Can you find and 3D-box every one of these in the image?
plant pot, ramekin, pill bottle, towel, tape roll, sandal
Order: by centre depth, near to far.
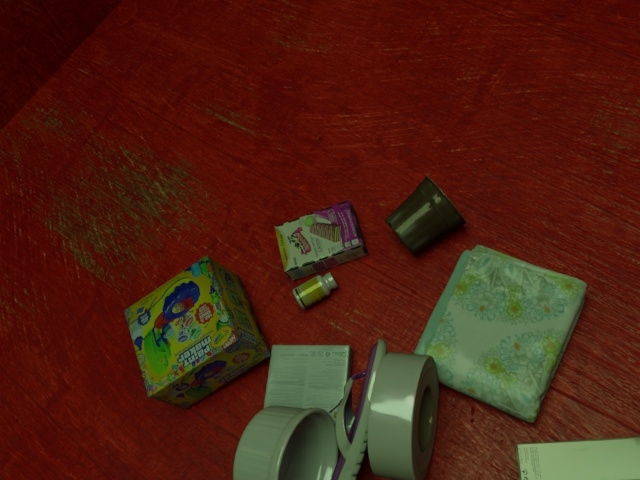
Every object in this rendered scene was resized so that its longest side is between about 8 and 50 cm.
[{"bbox_3d":[0.193,0.397,1.645,0.100,0.286,0.286,2,63,21],"label":"tape roll"},{"bbox_3d":[0.066,0.425,1.684,0.102,0.169,0.416,15,86,4],"label":"sandal"},{"bbox_3d":[-0.082,0.518,1.687,0.135,0.277,0.277,4,64,30],"label":"ramekin"},{"bbox_3d":[0.438,0.212,1.775,0.320,0.090,0.374,20,71,28],"label":"towel"},{"bbox_3d":[0.274,-0.057,1.948,0.165,0.167,0.167,-40,57,5],"label":"plant pot"},{"bbox_3d":[-0.013,0.135,1.990,0.116,0.065,0.065,-30,57,3],"label":"pill bottle"}]

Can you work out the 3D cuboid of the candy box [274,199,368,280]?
[{"bbox_3d":[0.000,0.000,2.057,0.233,0.071,0.159,-21,58,9],"label":"candy box"}]

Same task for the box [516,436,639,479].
[{"bbox_3d":[0.569,0.487,1.564,0.275,0.113,0.094,-8,61,17],"label":"box"}]

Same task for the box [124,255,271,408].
[{"bbox_3d":[-0.333,0.250,1.954,0.290,0.177,0.279,-34,57,10],"label":"box"}]

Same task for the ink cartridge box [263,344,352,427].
[{"bbox_3d":[-0.033,0.381,1.874,0.223,0.045,0.224,-2,63,20],"label":"ink cartridge box"}]
